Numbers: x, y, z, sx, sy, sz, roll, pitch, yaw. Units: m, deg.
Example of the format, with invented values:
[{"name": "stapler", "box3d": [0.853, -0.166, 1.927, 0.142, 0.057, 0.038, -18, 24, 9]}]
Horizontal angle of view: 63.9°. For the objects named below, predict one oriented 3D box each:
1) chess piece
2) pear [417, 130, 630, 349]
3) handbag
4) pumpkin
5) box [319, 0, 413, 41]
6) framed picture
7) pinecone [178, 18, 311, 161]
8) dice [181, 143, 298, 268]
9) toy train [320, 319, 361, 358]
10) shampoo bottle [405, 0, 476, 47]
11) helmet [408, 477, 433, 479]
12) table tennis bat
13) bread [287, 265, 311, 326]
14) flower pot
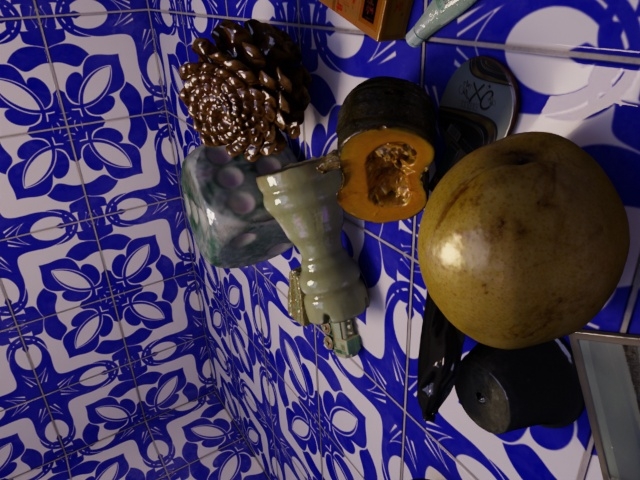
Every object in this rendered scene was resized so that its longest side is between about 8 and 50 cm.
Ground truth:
[{"name": "chess piece", "box3d": [0.000, 0.000, 1.410, 0.234, 0.234, 0.443, 4, 114, 61]}, {"name": "pear", "box3d": [0.293, 0.004, 0.773, 0.314, 0.314, 0.315, 39, 138, 47]}, {"name": "handbag", "box3d": [0.242, 0.184, 1.036, 0.332, 0.074, 0.192, -73, -6, -50]}, {"name": "pumpkin", "box3d": [0.110, -0.198, 1.034, 0.325, 0.241, 0.232, 88, -178, -60]}, {"name": "box", "box3d": [0.086, -0.554, 1.066, 0.274, 0.076, 0.174, 51, 147, 35]}, {"name": "framed picture", "box3d": [0.520, 0.286, 0.811, 0.213, 0.016, 0.290, -6, 100, 61]}, {"name": "pinecone", "box3d": [-0.176, -0.430, 1.389, 0.384, 0.384, 0.385, 39, 138, 47]}, {"name": "dice", "box3d": [-0.243, -0.126, 1.637, 0.328, 0.330, 0.348, 66, 154, 19]}, {"name": "toy train", "box3d": [0.060, 0.268, 1.606, 0.125, 0.080, 0.194, 3, 106, 50]}, {"name": "shampoo bottle", "box3d": [0.220, -0.419, 0.932, 0.069, 0.041, 0.190, 65, 153, 2]}, {"name": "helmet", "box3d": [0.278, 0.731, 1.338, 0.216, 0.193, 0.190, 32, 131, 36]}, {"name": "table tennis bat", "box3d": [0.275, -0.205, 0.982, 0.173, 0.022, 0.301, 58, 148, 29]}, {"name": "bread", "box3d": [-0.035, 0.163, 1.652, 0.102, 0.138, 0.197, 24, 127, 43]}, {"name": "flower pot", "box3d": [0.354, 0.272, 0.979, 0.235, 0.148, 0.236, 41, 140, 47]}]
